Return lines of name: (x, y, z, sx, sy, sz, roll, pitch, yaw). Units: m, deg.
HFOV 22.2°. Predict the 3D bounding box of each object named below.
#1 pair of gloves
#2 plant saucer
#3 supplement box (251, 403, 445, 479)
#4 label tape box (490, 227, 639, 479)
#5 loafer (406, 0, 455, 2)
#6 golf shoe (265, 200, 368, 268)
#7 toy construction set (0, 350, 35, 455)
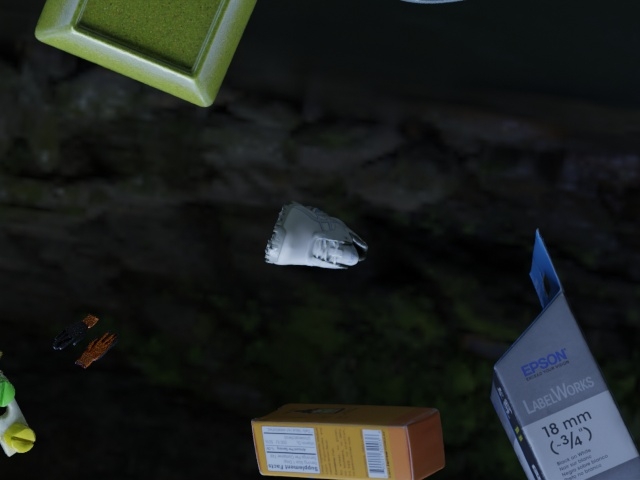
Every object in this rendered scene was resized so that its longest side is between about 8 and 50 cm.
pair of gloves: (-0.317, 0.134, 2.202, 0.083, 0.074, 0.010, 28, 147, 36)
plant saucer: (-0.155, -0.240, 1.557, 0.188, 0.188, 0.045, 21, -166, -12)
supplement box: (0.032, 0.244, 1.968, 0.233, 0.080, 0.078, 0, -169, 37)
label tape box: (0.247, 0.180, 1.709, 0.106, 0.333, 0.240, -23, 166, 0)
loafer: (0.023, -0.246, 1.300, 0.268, 0.096, 0.084, 3, -167, -16)
golf shoe: (0.000, 0.000, 1.763, 0.086, 0.069, 0.176, 21, -168, 17)
toy construction set: (-0.416, 0.079, 1.718, 0.215, 0.327, 0.151, -6, -178, -32)
